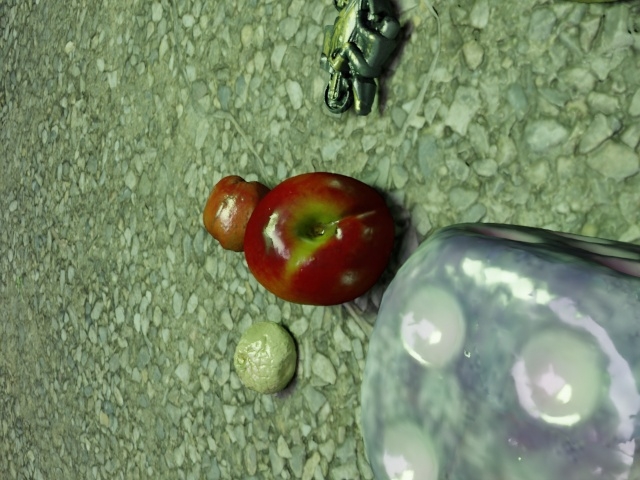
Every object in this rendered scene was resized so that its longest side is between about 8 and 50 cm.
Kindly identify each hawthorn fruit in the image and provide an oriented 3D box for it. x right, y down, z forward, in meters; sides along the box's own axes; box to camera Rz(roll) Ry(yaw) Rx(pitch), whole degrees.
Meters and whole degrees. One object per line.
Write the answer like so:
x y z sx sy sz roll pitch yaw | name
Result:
-0.127 -0.043 1.173 0.128 0.128 0.128 -1 89 49 | hawthorn fruit

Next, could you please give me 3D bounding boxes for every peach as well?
0.000 0.000 1.015 0.190 0.226 0.196 40 85 6 | peach

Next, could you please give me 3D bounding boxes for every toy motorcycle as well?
0.055 -0.264 1.004 0.124 0.061 0.193 9 95 46 | toy motorcycle

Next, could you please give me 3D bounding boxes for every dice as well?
0.217 0.137 0.654 0.271 0.270 0.270 19 104 48 | dice

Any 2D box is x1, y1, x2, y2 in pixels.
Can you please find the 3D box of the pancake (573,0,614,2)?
0.292 -0.349 0.744 0.242 0.050 0.241 5 96 58 | pancake

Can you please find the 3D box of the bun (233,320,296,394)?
-0.092 0.182 1.160 0.115 0.069 0.115 0 90 47 | bun
